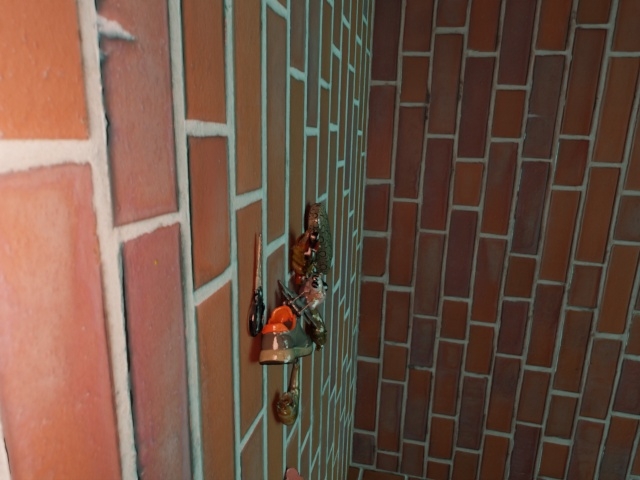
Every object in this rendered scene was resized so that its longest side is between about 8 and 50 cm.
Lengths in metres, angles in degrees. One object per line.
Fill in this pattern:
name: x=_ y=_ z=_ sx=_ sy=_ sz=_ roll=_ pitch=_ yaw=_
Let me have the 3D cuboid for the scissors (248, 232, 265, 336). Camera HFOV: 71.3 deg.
scissors: x=-0.177 y=0.126 z=1.279 sx=0.109 sy=0.022 sz=0.300 roll=-38 pitch=133 yaw=-77

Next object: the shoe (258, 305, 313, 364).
shoe: x=-0.114 y=0.296 z=1.439 sx=0.336 sy=0.132 sz=0.171 roll=26 pitch=59 yaw=-76

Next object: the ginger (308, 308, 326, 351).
ginger: x=-0.008 y=0.394 z=2.005 sx=0.290 sy=0.084 sz=0.122 roll=77 pitch=28 yaw=-53

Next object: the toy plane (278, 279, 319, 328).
toy plane: x=-0.086 y=0.230 z=1.596 sx=0.088 sy=0.212 sz=0.267 roll=-39 pitch=178 yaw=-9

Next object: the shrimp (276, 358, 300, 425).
shrimp: x=-0.104 y=0.592 z=1.687 sx=0.287 sy=0.068 sz=0.185 roll=-59 pitch=153 yaw=-67

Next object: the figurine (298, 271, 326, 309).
figurine: x=-0.029 y=0.199 z=1.744 sx=0.229 sy=0.111 sz=0.137 roll=100 pitch=-10 yaw=-64

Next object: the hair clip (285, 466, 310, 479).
hair clip: x=-0.082 y=0.991 z=1.781 sx=0.102 sy=0.138 sz=0.123 roll=75 pitch=30 yaw=-44

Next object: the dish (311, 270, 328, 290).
dish: x=-0.003 y=0.207 z=1.974 sx=0.141 sy=0.078 sz=0.141 roll=5 pitch=90 yaw=-78

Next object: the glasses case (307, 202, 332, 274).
glasses case: x=0.000 y=0.000 z=1.890 sx=0.137 sy=0.085 sz=0.355 roll=-78 pitch=164 yaw=-45

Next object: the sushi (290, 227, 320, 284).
sushi: x=-0.058 y=0.055 z=1.634 sx=0.103 sy=0.097 sz=0.226 roll=-32 pitch=140 yaw=-68

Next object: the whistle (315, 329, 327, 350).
whistle: x=0.002 y=0.495 z=2.197 sx=0.057 sy=0.046 sz=0.109 roll=-116 pitch=-144 yaw=-86
